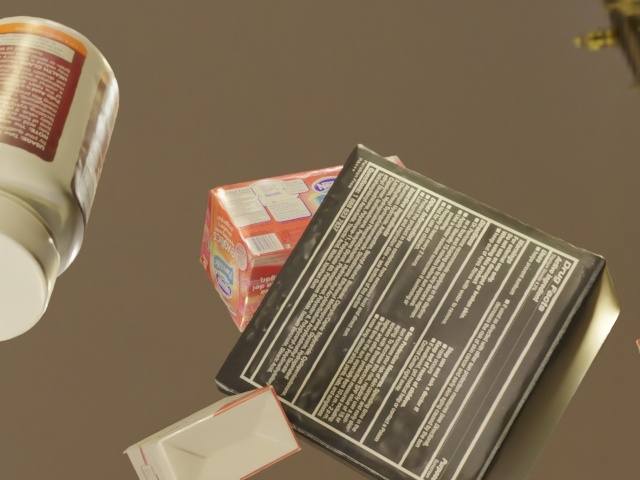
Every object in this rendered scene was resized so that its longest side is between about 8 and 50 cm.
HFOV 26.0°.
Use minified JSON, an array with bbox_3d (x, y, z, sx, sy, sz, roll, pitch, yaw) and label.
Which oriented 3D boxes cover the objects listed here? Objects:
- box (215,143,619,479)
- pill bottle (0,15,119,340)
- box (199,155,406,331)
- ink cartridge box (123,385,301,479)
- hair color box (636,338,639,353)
[{"bbox_3d":[0.106,0.110,1.431,0.296,0.294,0.183,-59,-26,-9],"label":"box"},{"bbox_3d":[-0.382,-0.078,1.672,0.392,0.224,0.224,-85,-23,-50],"label":"pill bottle"},{"bbox_3d":[0.000,0.000,1.931,0.299,0.154,0.142,-12,-43,-26],"label":"box"},{"bbox_3d":[-0.106,0.193,1.279,0.115,0.198,0.067,-25,-92,-20],"label":"ink cartridge box"},{"bbox_3d":[0.366,0.173,1.365,0.167,0.053,0.093,-95,-18,-56],"label":"hair color box"}]
